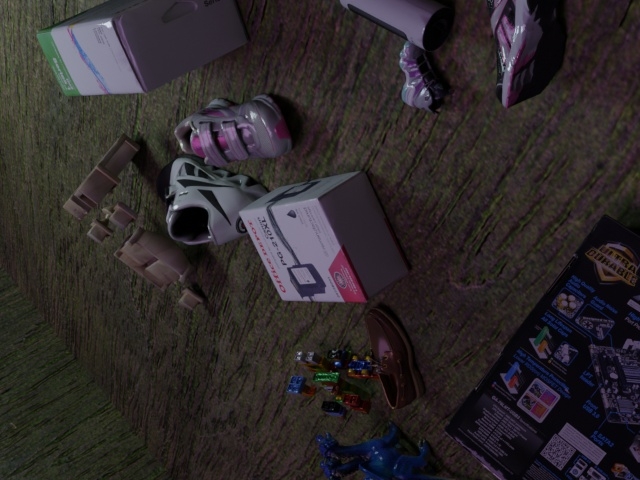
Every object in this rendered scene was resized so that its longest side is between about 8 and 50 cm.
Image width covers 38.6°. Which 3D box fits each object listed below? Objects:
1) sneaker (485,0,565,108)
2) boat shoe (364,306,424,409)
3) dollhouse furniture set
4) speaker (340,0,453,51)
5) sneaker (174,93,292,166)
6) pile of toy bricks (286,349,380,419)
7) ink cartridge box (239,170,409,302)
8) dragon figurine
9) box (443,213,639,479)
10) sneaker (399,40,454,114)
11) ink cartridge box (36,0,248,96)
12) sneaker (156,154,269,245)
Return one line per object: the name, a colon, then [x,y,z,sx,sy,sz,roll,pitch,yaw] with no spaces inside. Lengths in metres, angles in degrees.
sneaker: [0.204,-0.226,0.935,0.077,0.072,0.178,45,142,42]
boat shoe: [0.110,0.192,1.462,0.064,0.060,0.178,5,122,54]
dollhouse furniture set: [-0.317,-0.035,1.856,0.355,0.174,0.303,38,161,-13]
speaker: [0.088,-0.270,1.059,0.136,0.055,0.055,36,144,31]
sneaker: [-0.140,-0.162,1.436,0.252,0.111,0.103,6,123,53]
pile of toy bricks: [0.044,0.261,1.605,0.212,0.118,0.105,-5,147,47]
ink cartridge box: [0.000,0.000,1.399,0.237,0.100,0.172,-6,113,57]
dragon figurine: [0.119,0.402,1.568,0.289,0.144,0.085,27,139,41]
box: [0.327,0.172,0.931,0.295,0.293,0.073,37,-175,28]
sneaker: [0.131,-0.194,1.090,0.069,0.038,0.098,33,152,32]
ink cartridge box: [-0.275,-0.312,1.398,0.278,0.201,0.117,10,127,51]
sneaker: [-0.235,-0.065,1.640,0.330,0.146,0.122,15,132,51]
